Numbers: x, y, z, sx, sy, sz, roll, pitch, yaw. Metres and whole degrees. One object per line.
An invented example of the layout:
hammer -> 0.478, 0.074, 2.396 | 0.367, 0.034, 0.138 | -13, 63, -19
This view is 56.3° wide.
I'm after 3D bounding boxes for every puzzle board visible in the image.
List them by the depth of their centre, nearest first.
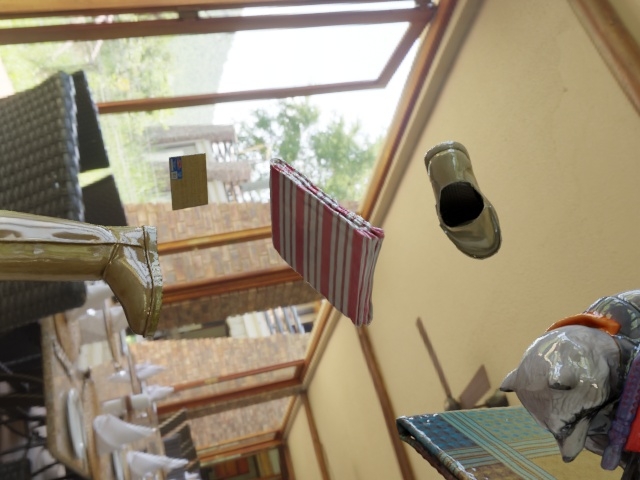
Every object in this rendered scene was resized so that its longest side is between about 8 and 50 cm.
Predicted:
puzzle board -> -0.313, -0.140, 1.420 | 0.011, 0.096, 0.128 | 19, -64, 47

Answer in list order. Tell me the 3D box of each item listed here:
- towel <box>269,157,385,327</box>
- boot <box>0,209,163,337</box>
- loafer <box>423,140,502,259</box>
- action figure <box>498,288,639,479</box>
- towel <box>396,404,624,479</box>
towel -> 0.000, 0.000, 0.730 | 0.197, 0.029, 0.144 | 40, -39, 37
boot -> -0.395, 0.054, 0.941 | 0.236, 0.270, 0.089 | -112, -144, -44
loafer -> 0.248, -0.047, 1.044 | 0.268, 0.102, 0.092 | 53, 29, -37
action figure -> 0.285, 0.172, 0.504 | 0.341, 0.330, 0.178 | -66, -158, 2
towel -> 0.308, 0.254, 0.681 | 0.271, 0.370, 0.040 | -157, -110, -66
